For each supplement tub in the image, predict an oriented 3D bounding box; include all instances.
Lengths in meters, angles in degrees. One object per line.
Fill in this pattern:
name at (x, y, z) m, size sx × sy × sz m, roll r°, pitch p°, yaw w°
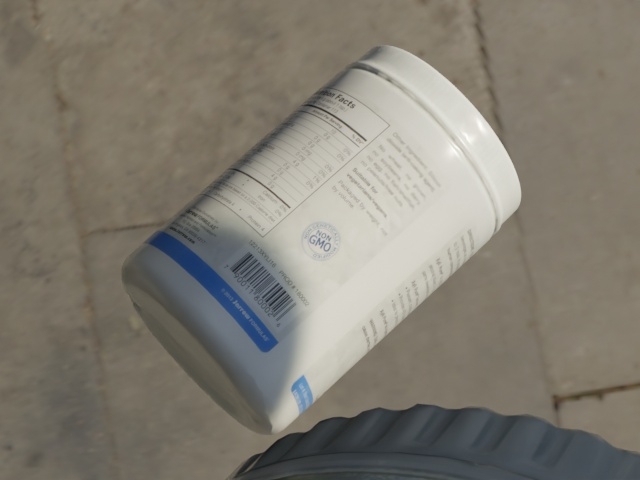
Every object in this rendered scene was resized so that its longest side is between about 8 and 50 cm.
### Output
supplement tub at (0.000, 0.000, 0.545) m, size 0.107 × 0.071 × 0.071 m, roll -41°, pitch 98°, yaw -15°

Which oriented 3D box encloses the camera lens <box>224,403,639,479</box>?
camera lens at (-0.003, 0.187, 0.357) m, size 0.219 × 0.219 × 0.274 m, roll 51°, pitch 37°, yaw -8°
